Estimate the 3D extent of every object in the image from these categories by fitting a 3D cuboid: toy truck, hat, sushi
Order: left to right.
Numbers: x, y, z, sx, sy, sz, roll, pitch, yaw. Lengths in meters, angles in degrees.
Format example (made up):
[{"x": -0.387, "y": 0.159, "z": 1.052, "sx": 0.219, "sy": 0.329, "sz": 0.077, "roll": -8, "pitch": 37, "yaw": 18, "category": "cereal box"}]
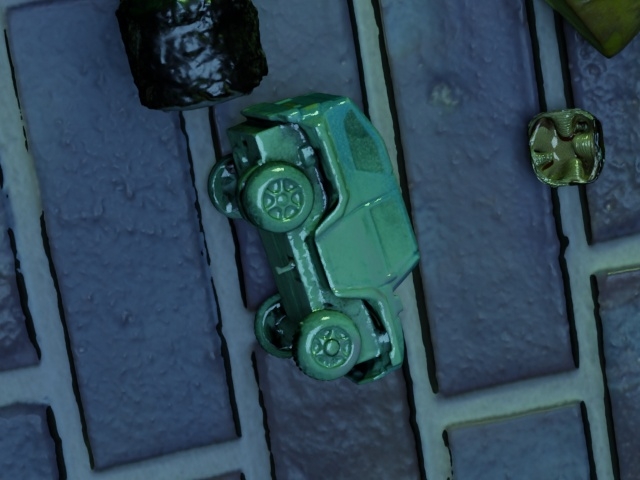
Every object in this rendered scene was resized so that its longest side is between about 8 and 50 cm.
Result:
[{"x": -0.116, "y": -0.193, "z": 1.709, "sx": 0.124, "sy": 0.225, "sz": 0.127, "roll": -11, "pitch": 102, "yaw": 1, "category": "sushi"}, {"x": 0.000, "y": 0.000, "z": 1.804, "sx": 0.156, "sy": 0.155, "sz": 0.279, "roll": -22, "pitch": 103, "yaw": -15, "category": "toy truck"}, {"x": 0.246, "y": -0.094, "z": 1.882, "sx": 0.076, "sy": 0.059, "sz": 0.077, "roll": -4, "pitch": 95, "yaw": 6, "category": "hat"}]

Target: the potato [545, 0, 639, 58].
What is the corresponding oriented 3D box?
[{"x": 0.242, "y": -0.316, "z": 1.801, "sx": 0.176, "sy": 0.141, "sz": 0.298, "roll": -19, "pitch": 102, "yaw": 3, "category": "potato"}]
